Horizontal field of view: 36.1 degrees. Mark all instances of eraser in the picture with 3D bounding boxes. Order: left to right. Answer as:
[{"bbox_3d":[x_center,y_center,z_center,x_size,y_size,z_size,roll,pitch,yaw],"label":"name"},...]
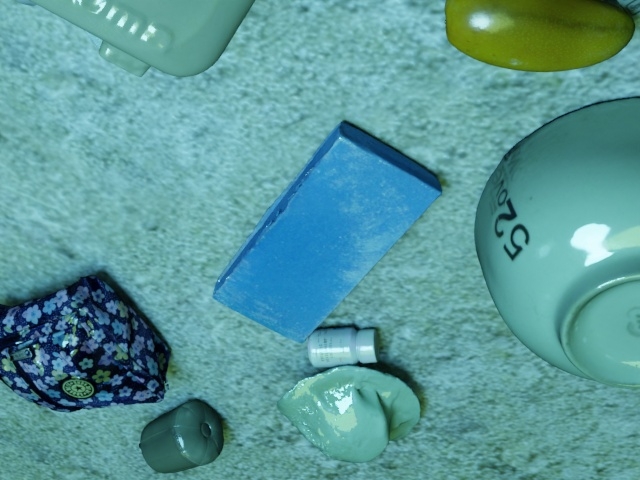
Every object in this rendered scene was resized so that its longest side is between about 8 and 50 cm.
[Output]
[{"bbox_3d":[0.000,0.000,1.193,0.144,0.043,0.312,28,128,-15],"label":"eraser"}]

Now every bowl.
[{"bbox_3d":[0.346,0.039,1.080,0.354,0.185,0.354,4,130,5],"label":"bowl"}]

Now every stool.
[{"bbox_3d":[-0.204,0.290,1.432,0.110,0.096,0.096,-25,122,33],"label":"stool"}]

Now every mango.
[{"bbox_3d":[0.210,-0.213,0.959,0.184,0.085,0.102,6,147,-7],"label":"mango"}]

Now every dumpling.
[{"bbox_3d":[0.045,0.243,1.331,0.219,0.108,0.152,17,154,-31],"label":"dumpling"}]

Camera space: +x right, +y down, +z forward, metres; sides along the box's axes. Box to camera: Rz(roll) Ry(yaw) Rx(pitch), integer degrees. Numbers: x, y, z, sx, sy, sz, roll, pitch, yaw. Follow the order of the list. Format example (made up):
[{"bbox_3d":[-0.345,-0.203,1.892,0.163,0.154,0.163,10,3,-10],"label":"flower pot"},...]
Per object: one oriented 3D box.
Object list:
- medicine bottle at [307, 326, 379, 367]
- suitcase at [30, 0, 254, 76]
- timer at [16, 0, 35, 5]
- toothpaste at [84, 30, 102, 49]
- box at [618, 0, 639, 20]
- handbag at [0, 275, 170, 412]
[{"bbox_3d":[0.031,0.141,1.297,0.089,0.052,0.052,-4,129,12],"label":"medicine bottle"},{"bbox_3d":[-0.168,-0.339,0.793,0.351,0.194,0.339,26,108,-30],"label":"suitcase"},{"bbox_3d":[-0.277,-0.304,0.951,0.136,0.099,0.136,0,116,1],"label":"timer"},{"bbox_3d":[-0.118,-0.266,0.990,0.314,0.056,0.058,-18,84,26],"label":"toothpaste"},{"bbox_3d":[0.336,-0.293,0.903,0.177,0.036,0.115,-29,120,28],"label":"box"},{"bbox_3d":[-0.335,0.152,1.316,0.208,0.127,0.229,-19,132,22],"label":"handbag"}]
